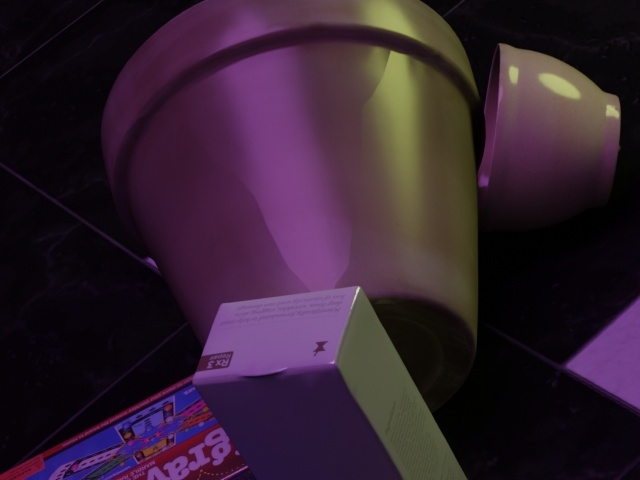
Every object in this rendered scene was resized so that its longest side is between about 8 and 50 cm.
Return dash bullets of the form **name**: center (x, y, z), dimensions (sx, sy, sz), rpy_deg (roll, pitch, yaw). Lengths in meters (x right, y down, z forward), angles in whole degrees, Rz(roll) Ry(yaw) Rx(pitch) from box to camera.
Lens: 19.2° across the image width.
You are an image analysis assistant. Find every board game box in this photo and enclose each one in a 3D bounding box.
- **board game box**: center (-0.135, 0.186, 1.584), dimensions (0.281, 0.027, 0.145), rpy_deg (-28, 37, 0)

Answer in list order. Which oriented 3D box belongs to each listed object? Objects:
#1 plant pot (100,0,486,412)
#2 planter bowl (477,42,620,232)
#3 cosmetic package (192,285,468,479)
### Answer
- **plant pot**: center (0.000, 0.000, 1.517), dimensions (0.323, 0.323, 0.280), rpy_deg (-22, 50, 9)
- **planter bowl**: center (0.194, -0.081, 1.607), dimensions (0.109, 0.162, 0.162), rpy_deg (7, 41, 0)
- **cosmetic package**: center (0.014, 0.142, 1.364), dimensions (0.117, 0.231, 0.085), rpy_deg (-8, 40, 25)
